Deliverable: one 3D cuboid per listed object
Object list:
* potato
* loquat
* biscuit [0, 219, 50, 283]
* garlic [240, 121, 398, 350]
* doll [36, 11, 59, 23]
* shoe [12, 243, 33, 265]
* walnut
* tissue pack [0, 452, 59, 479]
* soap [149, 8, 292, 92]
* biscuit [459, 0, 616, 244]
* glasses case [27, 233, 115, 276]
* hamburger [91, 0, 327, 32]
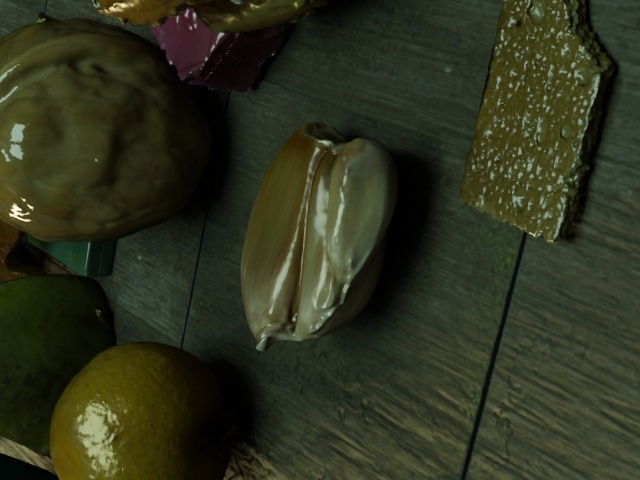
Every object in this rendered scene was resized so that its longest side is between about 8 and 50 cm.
[{"bbox_3d":[-0.402,0.181,1.700,0.112,0.255,0.270,10,97,53],"label":"potato"},{"bbox_3d":[-0.194,0.217,1.480,0.208,0.208,0.208,-2,87,52],"label":"loquat"},{"bbox_3d":[-0.511,0.001,1.813,0.283,0.432,0.064,-43,11,24],"label":"biscuit"},{"bbox_3d":[0.000,0.000,1.313,0.217,0.110,0.228,33,104,60],"label":"garlic"},{"bbox_3d":[-0.366,-0.180,1.770,0.135,0.143,0.221,44,115,41],"label":"doll"},{"bbox_3d":[-0.513,0.028,1.984,0.241,0.093,0.108,30,114,47],"label":"shoe"},{"bbox_3d":[-0.282,-0.127,1.553,0.285,0.285,0.296,-61,39,31],"label":"walnut"},{"bbox_3d":[-0.464,0.366,1.756,0.198,0.287,0.206,12,75,54],"label":"tissue pack"},{"bbox_3d":[-0.113,-0.290,1.475,0.162,0.099,0.250,-14,78,44],"label":"soap"},{"bbox_3d":[0.190,-0.126,1.130,0.131,0.026,0.237,27,109,48],"label":"biscuit"},{"bbox_3d":[-0.338,-0.012,1.798,0.184,0.039,0.078,24,108,50],"label":"glasses case"},{"bbox_3d":[-0.034,-0.395,1.229,0.287,0.268,0.446,23,103,52],"label":"hamburger"}]
